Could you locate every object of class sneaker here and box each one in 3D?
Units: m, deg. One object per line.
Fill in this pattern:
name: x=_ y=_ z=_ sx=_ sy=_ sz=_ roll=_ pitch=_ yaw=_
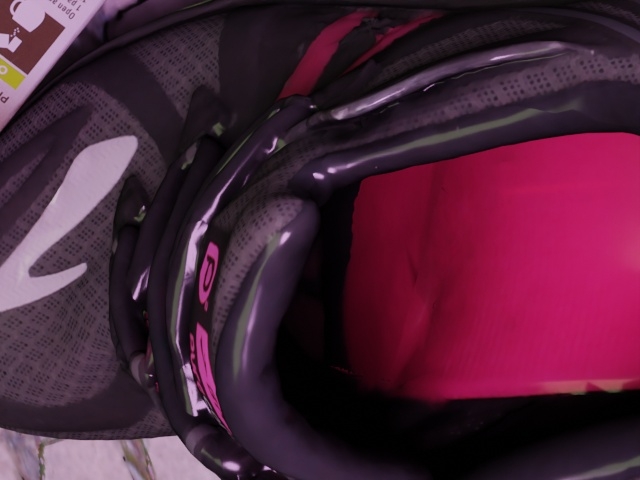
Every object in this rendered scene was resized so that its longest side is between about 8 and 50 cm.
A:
sneaker: x=0.000 y=0.000 z=0.675 sx=0.483 sy=0.202 sz=0.185 roll=-10 pitch=98 yaw=42

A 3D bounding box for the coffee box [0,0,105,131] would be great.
coffee box: x=-0.175 y=-0.063 z=0.773 sx=0.098 sy=0.141 sz=0.246 roll=38 pitch=104 yaw=-12
